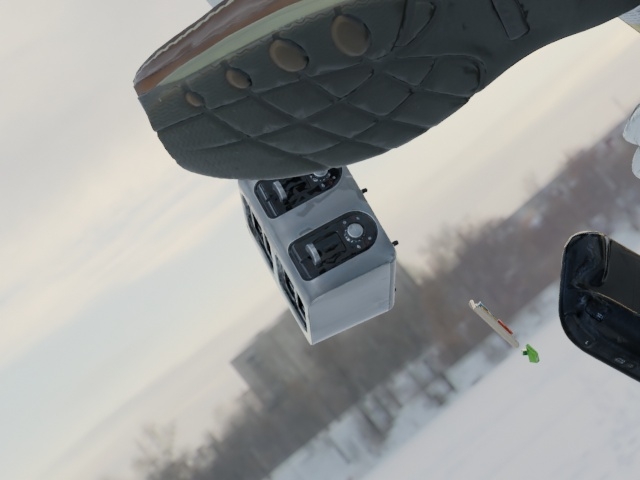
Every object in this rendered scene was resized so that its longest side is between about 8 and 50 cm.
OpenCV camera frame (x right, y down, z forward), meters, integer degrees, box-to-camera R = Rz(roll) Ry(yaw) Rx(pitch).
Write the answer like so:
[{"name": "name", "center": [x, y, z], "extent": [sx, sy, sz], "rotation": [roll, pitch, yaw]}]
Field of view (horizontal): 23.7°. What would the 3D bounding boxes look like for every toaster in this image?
[{"name": "toaster", "center": [0.000, 0.000, 1.582], "extent": [0.110, 0.168, 0.185], "rotation": [-26, -20, -8]}]

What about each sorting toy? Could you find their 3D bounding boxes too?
[{"name": "sorting toy", "center": [0.180, 0.088, 1.487], "extent": [0.012, 0.083, 0.062], "rotation": [-47, 3, 1]}]

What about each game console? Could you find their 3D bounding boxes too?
[{"name": "game console", "center": [0.327, 0.093, 1.188], "extent": [0.044, 0.361, 0.213], "rotation": [-43, 29, 38]}]

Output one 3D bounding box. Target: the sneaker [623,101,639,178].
[{"name": "sneaker", "center": [0.417, -0.113, 1.742], "extent": [0.090, 0.115, 0.232], "rotation": [-56, -23, -4]}]

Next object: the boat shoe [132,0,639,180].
[{"name": "boat shoe", "center": [0.050, -0.144, 0.841], "extent": [0.324, 0.120, 0.122], "rotation": [-25, -39, 2]}]

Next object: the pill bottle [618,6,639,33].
[{"name": "pill bottle", "center": [0.348, -0.302, 1.632], "extent": [0.246, 0.136, 0.136], "rotation": [26, -58, -36]}]

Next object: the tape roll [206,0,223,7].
[{"name": "tape roll", "center": [0.044, -0.343, 1.361], "extent": [0.392, 0.392, 0.072], "rotation": [-41, 24, 9]}]
